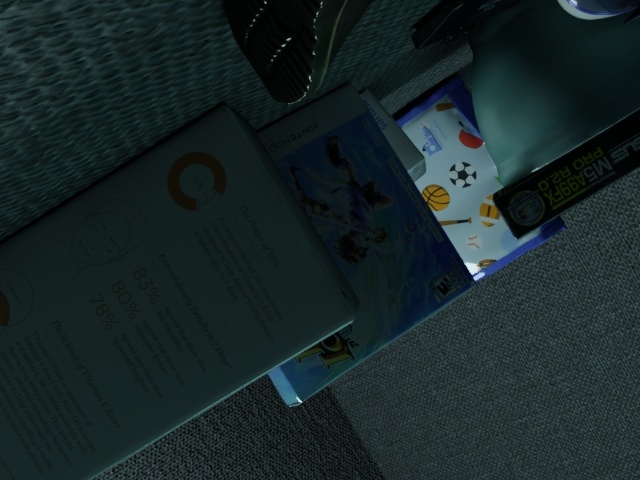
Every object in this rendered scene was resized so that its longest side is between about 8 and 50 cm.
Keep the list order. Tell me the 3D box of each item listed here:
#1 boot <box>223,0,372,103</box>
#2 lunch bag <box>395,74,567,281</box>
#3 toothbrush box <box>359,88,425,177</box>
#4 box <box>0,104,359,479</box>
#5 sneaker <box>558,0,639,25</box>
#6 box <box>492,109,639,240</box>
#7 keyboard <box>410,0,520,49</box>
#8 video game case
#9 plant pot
[{"bbox_3d":[0.027,-0.152,0.520,0.137,0.077,0.198,-36,-179,-17],"label":"boot"},{"bbox_3d":[0.232,-0.087,1.749,0.239,0.327,0.385,-36,179,-31],"label":"lunch bag"},{"bbox_3d":[-0.002,-0.053,1.289,0.283,0.122,0.206,-39,175,5],"label":"toothbrush box"},{"bbox_3d":[-0.164,0.063,0.889,0.345,0.215,0.168,-31,179,4],"label":"box"},{"bbox_3d":[0.405,-0.331,0.960,0.323,0.130,0.236,-26,-178,-8],"label":"sneaker"},{"bbox_3d":[0.331,-0.088,1.258,0.216,0.060,0.270,-32,178,10],"label":"box"},{"bbox_3d":[0.166,-0.248,1.020,0.180,0.023,0.108,-29,171,-36],"label":"keyboard"},{"bbox_3d":[0.000,0.000,1.043,0.244,0.269,0.061,-31,178,-20],"label":"video game case"},{"bbox_3d":[0.306,-0.225,1.210,0.293,0.196,0.293,-32,179,-1],"label":"plant pot"}]
